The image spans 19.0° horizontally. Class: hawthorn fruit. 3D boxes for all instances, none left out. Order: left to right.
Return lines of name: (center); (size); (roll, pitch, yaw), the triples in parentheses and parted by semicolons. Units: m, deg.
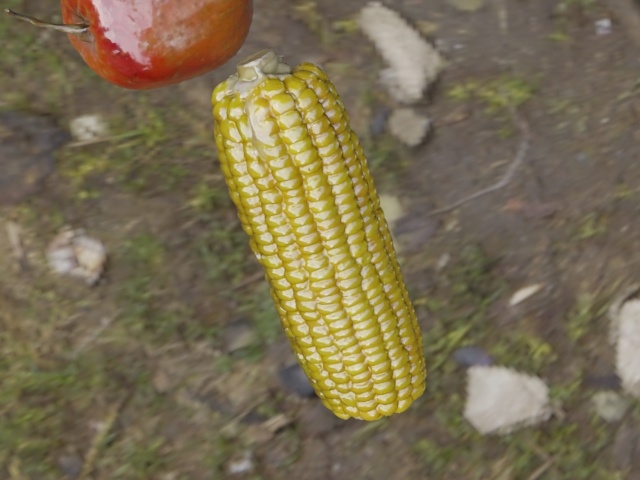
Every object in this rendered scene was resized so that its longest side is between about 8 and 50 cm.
hawthorn fruit: (-0.151, -0.189, 1.549); (0.162, 0.203, 0.163); (32, 147, 24)

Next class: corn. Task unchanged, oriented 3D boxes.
corn: (0.000, 0.000, 0.925); (0.068, 0.068, 0.207); (-9, 120, 19)
